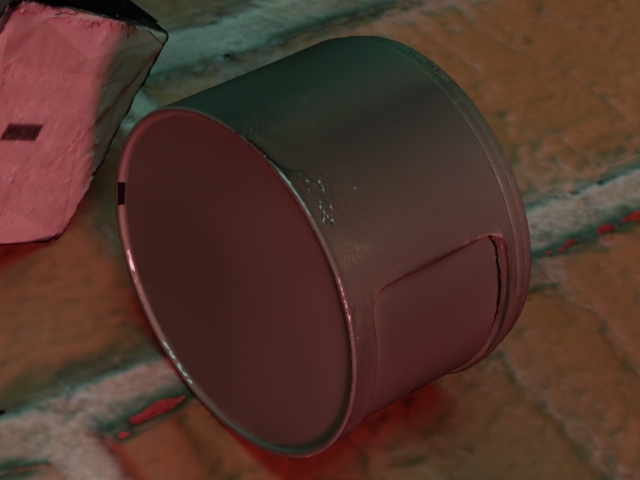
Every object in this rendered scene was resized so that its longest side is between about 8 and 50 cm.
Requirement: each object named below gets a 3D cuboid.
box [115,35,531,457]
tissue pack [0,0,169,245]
[{"bbox_3d":[0.000,0.000,1.121,0.149,0.226,0.226,-26,57,-32],"label":"box"},{"bbox_3d":[-0.307,-0.157,1.191,0.370,0.198,0.210,36,11,19],"label":"tissue pack"}]
